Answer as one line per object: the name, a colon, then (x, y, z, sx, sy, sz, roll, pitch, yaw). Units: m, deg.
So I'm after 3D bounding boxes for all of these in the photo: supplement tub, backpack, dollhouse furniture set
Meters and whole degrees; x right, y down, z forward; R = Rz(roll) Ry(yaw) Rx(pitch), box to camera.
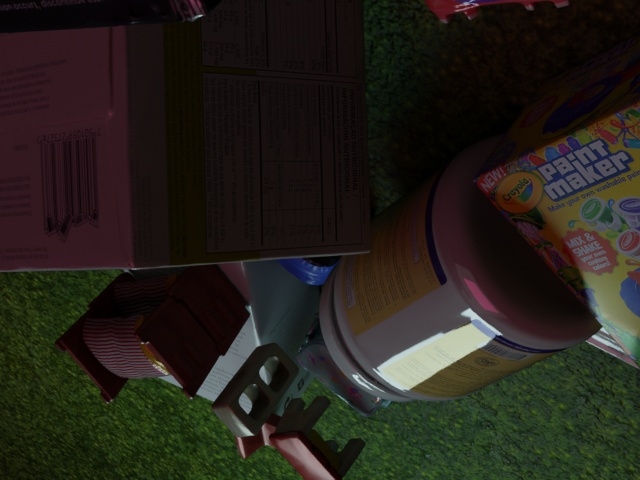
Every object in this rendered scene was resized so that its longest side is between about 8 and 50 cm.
supplement tub: (0.162, 0.046, 1.487, 0.241, 0.241, 0.331, 42, 146, -7)
backpack: (0.000, 0.000, 1.688, 0.098, 0.120, 0.101, 32, 146, 7)
backpack: (0.068, 0.140, 1.778, 0.166, 0.144, 0.188, 41, 144, 4)
dollhouse furniture set: (-0.144, 0.208, 1.749, 0.201, 0.152, 0.374, -13, 122, 48)

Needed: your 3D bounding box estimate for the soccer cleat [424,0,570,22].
soccer cleat: (0.186, -0.270, 1.236, 0.248, 0.083, 0.095, -3, 125, 48)

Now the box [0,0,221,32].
box: (-0.155, -0.475, 0.937, 0.297, 0.480, 0.471, 6, 135, 40)

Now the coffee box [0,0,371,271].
coffee box: (-0.177, -0.143, 1.381, 0.338, 0.334, 0.338, -1, 92, 44)

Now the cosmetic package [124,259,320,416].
cosmetic package: (-0.140, 0.039, 1.826, 0.230, 0.161, 0.453, 20, 143, 23)

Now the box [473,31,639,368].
box: (0.360, -0.054, 1.245, 0.279, 0.177, 0.290, 47, 145, -12)

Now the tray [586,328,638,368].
tray: (0.365, 0.102, 1.559, 0.270, 0.030, 0.145, 28, 146, 14)
